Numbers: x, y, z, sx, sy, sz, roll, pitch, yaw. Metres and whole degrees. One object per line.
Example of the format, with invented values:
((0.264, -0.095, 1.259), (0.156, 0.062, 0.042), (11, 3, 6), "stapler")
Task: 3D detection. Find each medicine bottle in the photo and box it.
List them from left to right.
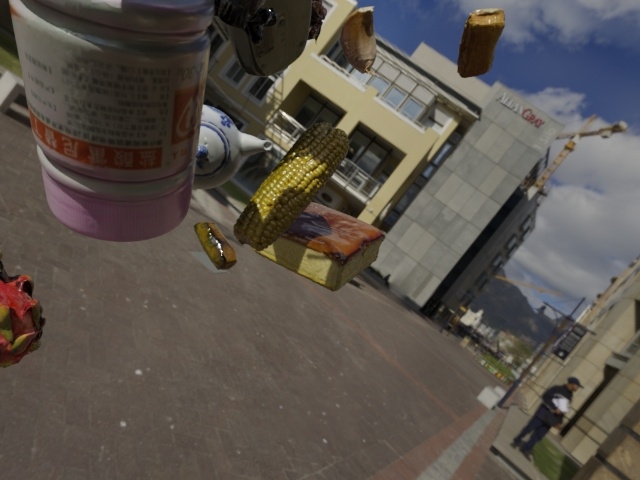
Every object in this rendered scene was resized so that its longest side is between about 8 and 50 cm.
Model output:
((-0.257, -0.172, 0.520), (0.203, 0.315, 0.202), (12, 41, -11), "medicine bottle")

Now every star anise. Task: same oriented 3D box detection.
((-0.019, -0.703, 1.224), (0.054, 0.212, 0.157), (7, -22, 14), "star anise")

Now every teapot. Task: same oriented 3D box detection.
((-0.358, -0.273, 1.195), (0.425, 0.252, 0.280), (-7, 20, -14), "teapot")

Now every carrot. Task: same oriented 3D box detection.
((-0.325, 0.013, 1.252), (0.173, 0.082, 0.082), (56, 8, 20), "carrot")

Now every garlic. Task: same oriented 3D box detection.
((0.126, -0.578, 1.205), (0.091, 0.198, 0.129), (-15, 17, -28), "garlic")

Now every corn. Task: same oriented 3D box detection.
((-0.045, -0.114, 0.756), (0.102, 0.310, 0.101), (32, -21, 14), "corn")

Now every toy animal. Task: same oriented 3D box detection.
((-0.105, -0.379, 0.553), (0.121, 0.117, 0.210), (28, -30, -12), "toy animal")

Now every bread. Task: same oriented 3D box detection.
((0.000, 0.000, 1.294), (0.333, 0.143, 0.324), (24, 26, 20), "bread")
((0.318, -0.392, 0.806), (0.132, 0.074, 0.053), (77, 3, -58), "bread")

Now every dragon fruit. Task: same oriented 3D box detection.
((-0.917, 0.200, 1.128), (0.228, 0.243, 0.307), (-12, 64, -36), "dragon fruit")

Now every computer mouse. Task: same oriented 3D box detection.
((-0.104, -0.470, 0.809), (0.095, 0.197, 0.331), (56, -14, 11), "computer mouse")
